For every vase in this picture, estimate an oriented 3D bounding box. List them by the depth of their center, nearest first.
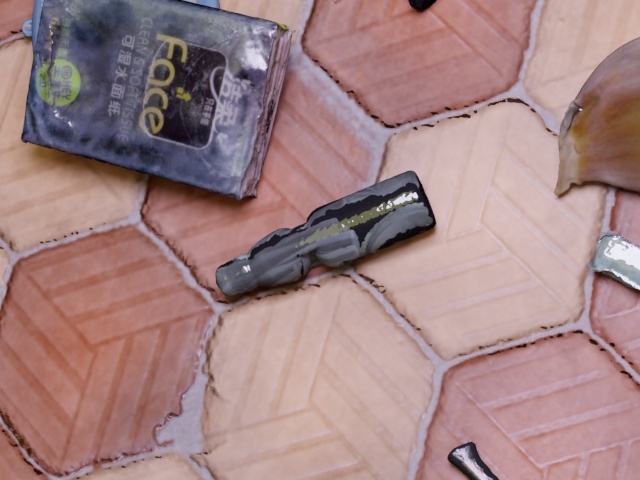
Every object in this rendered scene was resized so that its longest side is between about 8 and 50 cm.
[{"bbox_3d":[0.000,0.000,1.384,0.211,0.060,0.060,-22,72,7],"label":"vase"}]

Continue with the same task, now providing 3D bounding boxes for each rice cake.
[{"bbox_3d":[0.332,0.054,1.303,0.211,0.034,0.043,30,94,18],"label":"rice cake"}]

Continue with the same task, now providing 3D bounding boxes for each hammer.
[{"bbox_3d":[0.182,0.255,1.295,0.078,0.021,0.201,-44,70,0],"label":"hammer"}]

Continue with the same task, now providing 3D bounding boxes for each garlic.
[{"bbox_3d":[0.348,-0.106,1.313,0.267,0.148,0.128,15,44,21],"label":"garlic"}]

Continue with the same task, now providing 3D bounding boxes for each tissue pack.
[{"bbox_3d":[-0.158,-0.147,1.427,0.236,0.073,0.173,16,100,13],"label":"tissue pack"}]

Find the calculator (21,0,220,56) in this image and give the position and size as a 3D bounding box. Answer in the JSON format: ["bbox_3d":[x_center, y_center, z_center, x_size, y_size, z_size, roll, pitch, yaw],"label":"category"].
[{"bbox_3d":[-0.202,-0.220,1.502,0.210,0.039,0.121,-2,75,14],"label":"calculator"}]

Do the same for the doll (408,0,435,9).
[{"bbox_3d":[0.032,-0.331,1.447,0.127,0.088,0.248,-44,74,0],"label":"doll"}]
